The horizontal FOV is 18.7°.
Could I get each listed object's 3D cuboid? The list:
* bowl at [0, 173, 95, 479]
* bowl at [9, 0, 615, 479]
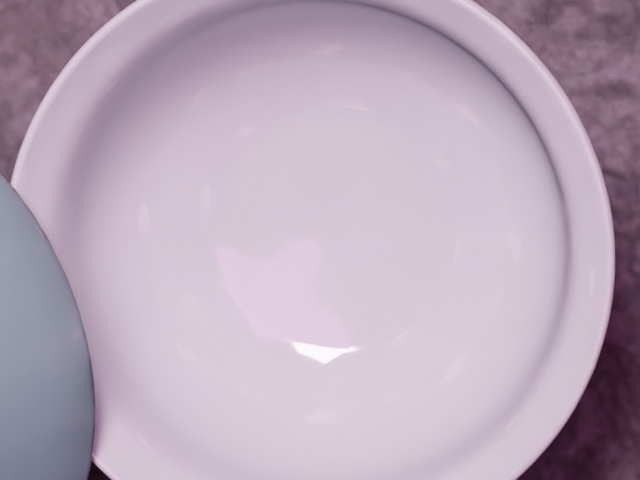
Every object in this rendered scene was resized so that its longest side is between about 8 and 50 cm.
[{"bbox_3d":[-0.281,0.084,0.927,0.311,0.163,0.312,4,101,20],"label":"bowl"},{"bbox_3d":[0.000,0.000,0.995,0.297,0.134,0.298,1,99,8],"label":"bowl"}]
